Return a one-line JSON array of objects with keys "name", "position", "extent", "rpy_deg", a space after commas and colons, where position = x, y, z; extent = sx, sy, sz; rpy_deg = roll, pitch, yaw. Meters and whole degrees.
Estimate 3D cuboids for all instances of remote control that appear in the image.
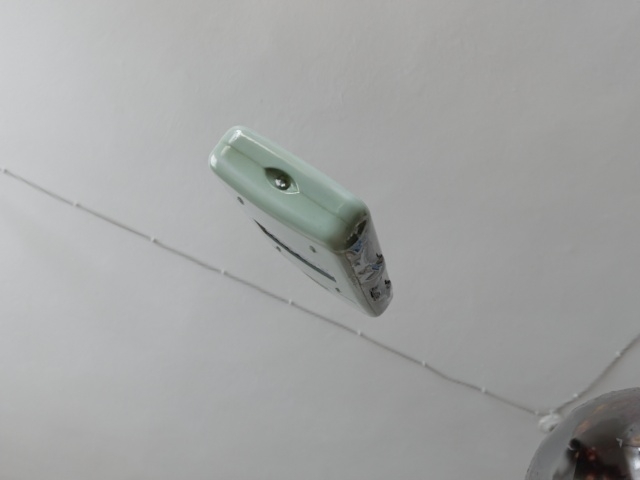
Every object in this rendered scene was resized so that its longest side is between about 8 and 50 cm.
[{"name": "remote control", "position": [0.000, 0.000, 0.623], "extent": [0.140, 0.296, 0.056], "rpy_deg": [35, -98, 18]}]

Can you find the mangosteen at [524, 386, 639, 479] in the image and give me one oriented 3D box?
[{"name": "mangosteen", "position": [0.311, 0.240, 0.555], "extent": [0.288, 0.288, 0.288], "rpy_deg": [0, -58, 0]}]
